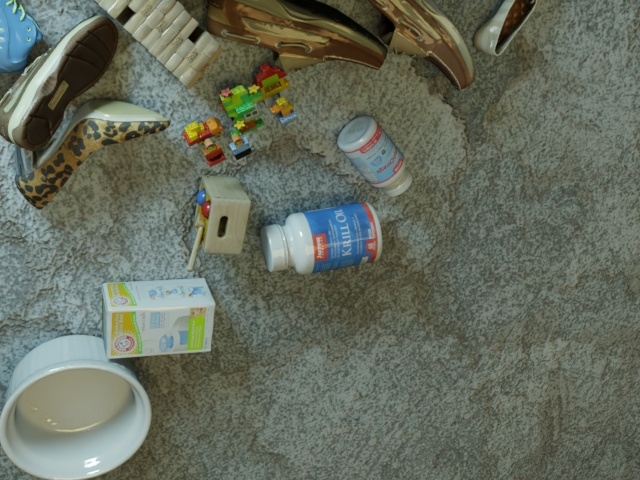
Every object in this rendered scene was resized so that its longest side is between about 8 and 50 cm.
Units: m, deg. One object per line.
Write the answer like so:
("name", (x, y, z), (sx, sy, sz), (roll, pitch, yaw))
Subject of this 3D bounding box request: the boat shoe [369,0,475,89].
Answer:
("boat shoe", (0.158, -0.389, 1.437), (0.116, 0.123, 0.324), (-40, 115, 7))

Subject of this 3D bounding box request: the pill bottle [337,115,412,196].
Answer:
("pill bottle", (0.110, -0.160, 1.552), (0.087, 0.087, 0.160), (-42, 124, 4))

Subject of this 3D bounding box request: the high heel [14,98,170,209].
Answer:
("high heel", (-0.388, -0.142, 1.371), (0.261, 0.093, 0.186), (-2, 120, -12))

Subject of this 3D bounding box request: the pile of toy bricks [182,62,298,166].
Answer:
("pile of toy bricks", (-0.142, -0.228, 1.391), (0.212, 0.118, 0.105), (-28, 143, -6))

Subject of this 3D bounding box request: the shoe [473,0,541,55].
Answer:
("shoe", (0.380, -0.443, 1.519), (0.076, 0.058, 0.219), (29, 104, -31))

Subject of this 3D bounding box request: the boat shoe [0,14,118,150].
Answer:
("boat shoe", (-0.426, -0.263, 1.264), (0.257, 0.095, 0.095), (-59, 152, -23))

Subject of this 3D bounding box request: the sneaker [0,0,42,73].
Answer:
("sneaker", (-0.493, -0.362, 1.221), (0.126, 0.091, 0.240), (-8, 127, -31))

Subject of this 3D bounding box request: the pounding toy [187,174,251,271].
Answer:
("pounding toy", (-0.198, -0.031, 1.478), (0.100, 0.130, 0.141), (3, 116, -22))

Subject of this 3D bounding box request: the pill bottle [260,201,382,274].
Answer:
("pill bottle", (0.000, 0.000, 1.574), (0.221, 0.124, 0.124), (-11, 120, -16))

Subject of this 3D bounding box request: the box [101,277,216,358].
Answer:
("box", (-0.316, 0.148, 1.546), (0.203, 0.103, 0.114), (-1, 117, -21))

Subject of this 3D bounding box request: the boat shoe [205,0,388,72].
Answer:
("boat shoe", (-0.046, -0.355, 1.378), (0.323, 0.123, 0.120), (17, 115, -19))

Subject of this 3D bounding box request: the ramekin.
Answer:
("ramekin", (-0.476, 0.318, 1.558), (0.277, 0.135, 0.277), (-9, 119, -16))

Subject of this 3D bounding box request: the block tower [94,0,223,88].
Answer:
("block tower", (-0.298, -0.382, 1.245), (0.097, 0.091, 0.335), (-49, 123, 1))
